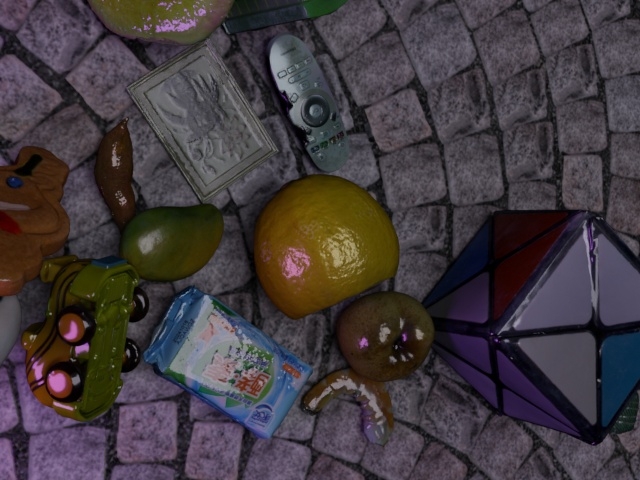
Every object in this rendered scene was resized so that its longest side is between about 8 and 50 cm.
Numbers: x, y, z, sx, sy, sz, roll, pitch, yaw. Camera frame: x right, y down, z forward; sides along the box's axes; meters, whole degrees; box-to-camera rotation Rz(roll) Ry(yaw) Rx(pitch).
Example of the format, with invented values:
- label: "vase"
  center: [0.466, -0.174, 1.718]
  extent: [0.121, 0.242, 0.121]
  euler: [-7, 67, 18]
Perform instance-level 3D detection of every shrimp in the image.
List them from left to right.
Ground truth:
- label: "shrimp"
  center: [0.051, 0.309, 1.596]
  extent: [0.166, 0.049, 0.161]
  euler: [-14, 94, -23]

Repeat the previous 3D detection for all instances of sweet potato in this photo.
- label: "sweet potato"
  center: [-0.324, -0.083, 1.413]
  extent: [0.068, 0.068, 0.226]
  euler: [-8, 107, -25]

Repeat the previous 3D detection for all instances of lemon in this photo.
- label: "lemon"
  center: [0.000, 0.000, 1.470]
  extent: [0.241, 0.240, 0.219]
  euler: [-25, 89, -23]

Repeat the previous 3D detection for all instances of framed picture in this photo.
- label: "framed picture"
  center: [-0.192, -0.200, 1.497]
  extent: [0.173, 0.010, 0.231]
  euler: [-38, 105, -19]

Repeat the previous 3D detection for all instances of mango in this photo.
- label: "mango"
  center: [-0.232, 0.005, 1.428]
  extent: [0.191, 0.086, 0.122]
  euler: [-6, 95, -40]

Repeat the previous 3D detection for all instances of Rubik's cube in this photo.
- label: "Rubik's cube"
  center: [0.407, 0.142, 1.613]
  extent: [0.310, 0.307, 0.305]
  euler: [45, 74, -18]

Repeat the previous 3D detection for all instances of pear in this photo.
- label: "pear"
  center: [0.113, 0.167, 1.568]
  extent: [0.167, 0.136, 0.167]
  euler: [-5, 111, -14]

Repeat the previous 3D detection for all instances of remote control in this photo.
- label: "remote control"
  center: [-0.024, -0.237, 1.558]
  extent: [0.097, 0.045, 0.256]
  euler: [-29, 105, -21]

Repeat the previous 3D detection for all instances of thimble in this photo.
- label: "thimble"
  center: [0.566, 0.330, 1.794]
  extent: [0.135, 0.118, 0.090]
  euler: [12, 90, -40]

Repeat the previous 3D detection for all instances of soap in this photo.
- label: "soap"
  center: [-0.149, 0.206, 1.484]
  extent: [0.293, 0.077, 0.156]
  euler: [36, 76, -20]

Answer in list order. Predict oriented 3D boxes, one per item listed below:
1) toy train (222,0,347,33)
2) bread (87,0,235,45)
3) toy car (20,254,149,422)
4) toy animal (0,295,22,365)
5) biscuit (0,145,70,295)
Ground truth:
- label: "toy train"
  center: [-0.079, -0.435, 1.397]
  extent: [0.120, 0.301, 0.202]
  euler: [-35, 113, -24]
- label: "bread"
  center: [-0.250, -0.436, 1.337]
  extent: [0.045, 0.301, 0.301]
  euler: [-40, 111, -62]
- label: "toy car"
  center: [-0.363, 0.138, 1.333]
  extent: [0.142, 0.200, 0.247]
  euler: [14, 96, 14]
- label: "toy animal"
  center: [-0.517, 0.099, 1.216]
  extent: [0.213, 0.267, 0.212]
  euler: [2, 85, -22]
- label: "biscuit"
  center: [-0.446, -0.049, 1.235]
  extent: [0.202, 0.333, 0.047]
  euler: [12, 125, -22]
